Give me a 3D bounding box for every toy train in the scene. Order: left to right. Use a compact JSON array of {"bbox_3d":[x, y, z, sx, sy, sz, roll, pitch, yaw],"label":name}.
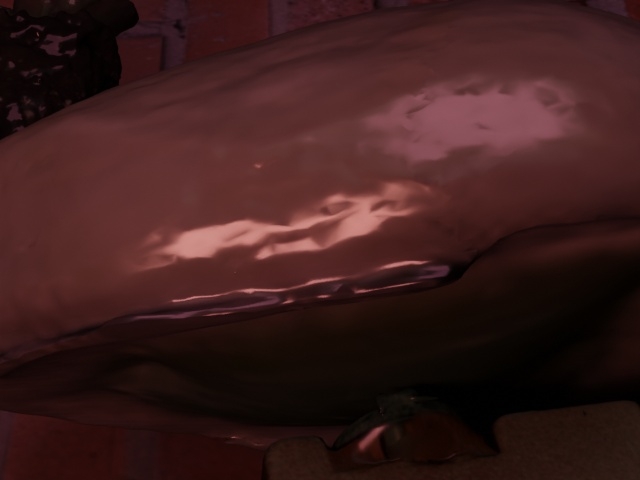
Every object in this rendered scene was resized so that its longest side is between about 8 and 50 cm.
[{"bbox_3d":[0.111,0.152,0.700,0.326,0.159,0.129,-5,41,-11],"label":"toy train"}]

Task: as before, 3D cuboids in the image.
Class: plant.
[{"bbox_3d":[-0.200,-0.095,1.031,0.142,0.131,0.203,7,49,12],"label":"plant"}]

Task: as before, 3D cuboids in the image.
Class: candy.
[{"bbox_3d":[0.000,0.000,0.741,0.427,0.386,0.186,-10,75,3],"label":"candy"}]
